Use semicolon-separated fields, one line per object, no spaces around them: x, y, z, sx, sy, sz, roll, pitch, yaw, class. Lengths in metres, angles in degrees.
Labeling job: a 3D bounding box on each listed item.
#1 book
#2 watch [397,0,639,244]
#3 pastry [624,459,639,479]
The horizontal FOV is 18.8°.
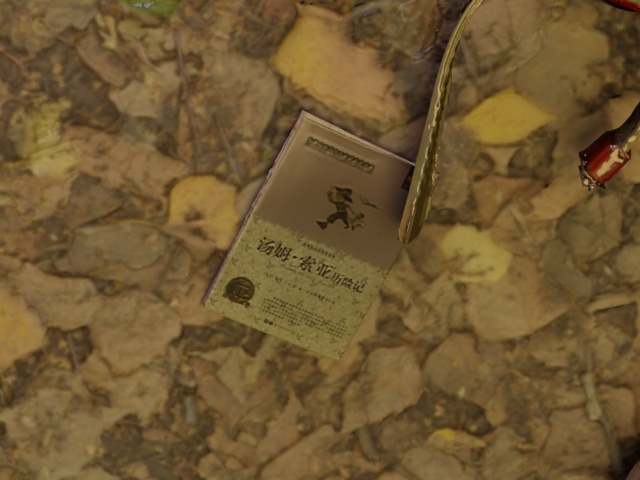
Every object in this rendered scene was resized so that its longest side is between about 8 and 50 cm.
0.000;0.000;1.529;0.127;0.014;0.181;24;107;-16;book
0.168;-0.105;1.460;0.165;0.102;0.268;16;109;1;watch
0.360;0.247;1.615;0.236;0.121;0.257;5;113;-4;pastry
